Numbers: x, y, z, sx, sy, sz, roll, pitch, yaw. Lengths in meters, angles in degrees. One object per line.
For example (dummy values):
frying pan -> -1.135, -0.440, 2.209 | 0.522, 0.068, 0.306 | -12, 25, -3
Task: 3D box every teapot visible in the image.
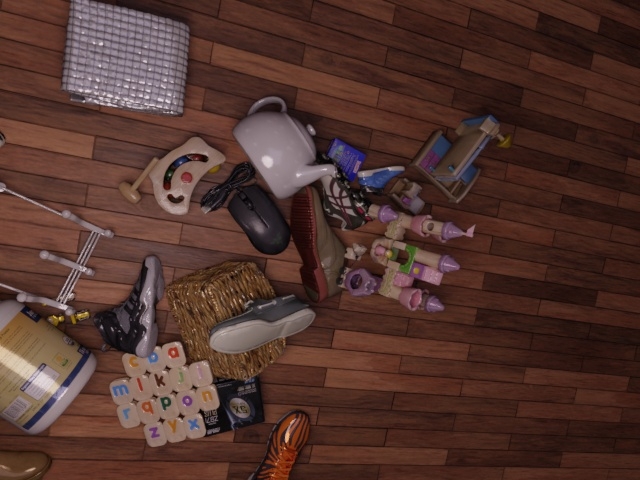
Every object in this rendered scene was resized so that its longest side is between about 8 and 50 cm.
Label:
teapot -> -0.100, -0.249, 1.323 | 0.187, 0.252, 0.256 | -36, 107, -3

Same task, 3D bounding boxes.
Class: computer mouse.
computer mouse -> -0.185, -0.066, 1.407 | 0.188, 0.072, 0.272 | -44, 107, -9

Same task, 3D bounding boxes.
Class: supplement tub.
supplement tub -> -0.729, 0.283, 1.194 | 0.316, 0.228, 0.228 | 44, 83, -18

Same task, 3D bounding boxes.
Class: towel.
towel -> -0.478, -0.441, 1.249 | 0.284, 0.121, 0.234 | 5, 97, -20

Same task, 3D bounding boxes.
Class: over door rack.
over door rack -> -0.707, 0.018, 1.215 | 0.324, 0.108, 0.239 | 27, 77, -19

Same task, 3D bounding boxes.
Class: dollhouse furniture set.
dollhouse furniture set -> 0.403, -0.178, 1.458 | 0.198, 0.303, 0.286 | 38, 84, -17

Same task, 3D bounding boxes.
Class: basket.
basket -> -0.254, 0.213, 1.408 | 0.213, 0.223, 0.299 | -32, 108, -46

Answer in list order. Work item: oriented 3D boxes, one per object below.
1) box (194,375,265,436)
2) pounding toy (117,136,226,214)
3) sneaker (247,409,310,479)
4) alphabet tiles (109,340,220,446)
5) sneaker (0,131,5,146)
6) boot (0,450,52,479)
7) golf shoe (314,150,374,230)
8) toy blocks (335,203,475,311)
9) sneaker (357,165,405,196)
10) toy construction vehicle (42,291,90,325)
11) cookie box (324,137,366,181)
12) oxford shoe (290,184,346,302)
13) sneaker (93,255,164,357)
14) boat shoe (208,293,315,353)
box -> -0.261, 0.460, 1.442 | 0.180, 0.077, 0.147 | -8, 99, -17
pounding toy -> -0.363, -0.152, 1.296 | 0.270, 0.155, 0.154 | -37, 101, -10
sneaker -> -0.104, 0.669, 1.462 | 0.125, 0.180, 0.320 | 26, 88, -19
alphabet tiles -> -0.422, 0.418, 1.366 | 0.284, 0.021, 0.277 | -14, 98, 5
sneaker -> -0.831, -0.281, 1.182 | 0.071, 0.068, 0.169 | -37, 106, -4
boot -> -0.813, 0.491, 1.221 | 0.236, 0.089, 0.269 | -8, 119, -16
golf shoe -> 0.043, -0.132, 1.439 | 0.120, 0.105, 0.273 | -33, 116, 19
toy blocks -> 0.269, 0.059, 1.415 | 0.309, 0.260, 0.288 | 17, 92, -45
sneaker -> 0.187, -0.178, 1.519 | 0.152, 0.058, 0.084 | -12, 102, -19
toy construction vehicle -> -0.662, 0.177, 1.308 | 0.098, 0.035, 0.085 | -19, 103, -23
cookie box -> 0.065, -0.235, 1.482 | 0.107, 0.040, 0.091 | 27, 90, -18
oxford shoe -> 0.000, 0.000, 1.463 | 0.130, 0.123, 0.347 | -16, 108, -30
sneaker -> -0.504, 0.169, 1.318 | 0.153, 0.101, 0.268 | 3, 78, 0
boat shoe -> -0.159, 0.206, 1.302 | 0.320, 0.099, 0.116 | -7, 137, -42
